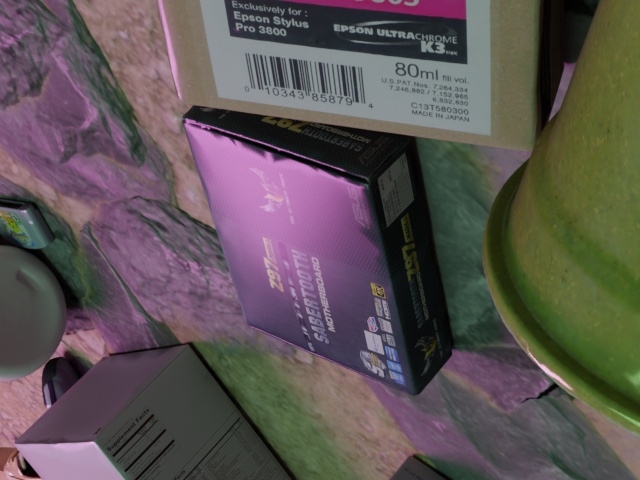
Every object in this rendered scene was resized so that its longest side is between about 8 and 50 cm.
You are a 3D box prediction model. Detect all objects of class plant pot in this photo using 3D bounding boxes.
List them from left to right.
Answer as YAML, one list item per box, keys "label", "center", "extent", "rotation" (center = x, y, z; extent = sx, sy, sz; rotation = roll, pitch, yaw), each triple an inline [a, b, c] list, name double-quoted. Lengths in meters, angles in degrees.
- label: "plant pot"
  center: [0.224, -0.078, 0.635]
  extent: [0.276, 0.276, 0.254]
  rotation: [26, 132, 26]

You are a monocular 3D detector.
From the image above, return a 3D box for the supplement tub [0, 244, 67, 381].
- label: "supplement tub"
  center: [-0.382, 0.084, 1.575]
  extent: [0.199, 0.144, 0.144]
  rotation: [-9, 121, 53]

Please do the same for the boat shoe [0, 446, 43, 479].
- label: "boat shoe"
  center: [-0.380, 0.296, 1.904]
  extent: [0.170, 0.063, 0.059]
  rotation: [10, 133, 29]

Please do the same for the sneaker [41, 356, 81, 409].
- label: "sneaker"
  center: [-0.242, 0.229, 1.674]
  extent: [0.098, 0.083, 0.224]
  rotation: [-17, 103, 15]

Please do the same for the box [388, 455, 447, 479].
- label: "box"
  center: [0.106, 0.287, 1.332]
  extent: [0.126, 0.072, 0.137]
  rotation: [32, 147, 20]

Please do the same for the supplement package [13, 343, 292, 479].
- label: "supplement package"
  center: [-0.173, 0.237, 1.512]
  extent: [0.194, 0.149, 0.203]
  rotation: [-12, 119, 53]

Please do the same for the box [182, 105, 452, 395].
- label: "box"
  center: [0.000, 0.000, 1.129]
  extent: [0.183, 0.059, 0.233]
  rotation: [21, 141, 34]

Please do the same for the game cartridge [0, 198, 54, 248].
- label: "game cartridge"
  center: [-0.314, -0.017, 1.504]
  extent: [0.083, 0.017, 0.056]
  rotation: [8, 137, 44]

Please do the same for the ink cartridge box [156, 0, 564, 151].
- label: "ink cartridge box"
  center: [0.021, -0.161, 0.832]
  extent: [0.234, 0.088, 0.193]
  rotation: [9, 138, 17]
